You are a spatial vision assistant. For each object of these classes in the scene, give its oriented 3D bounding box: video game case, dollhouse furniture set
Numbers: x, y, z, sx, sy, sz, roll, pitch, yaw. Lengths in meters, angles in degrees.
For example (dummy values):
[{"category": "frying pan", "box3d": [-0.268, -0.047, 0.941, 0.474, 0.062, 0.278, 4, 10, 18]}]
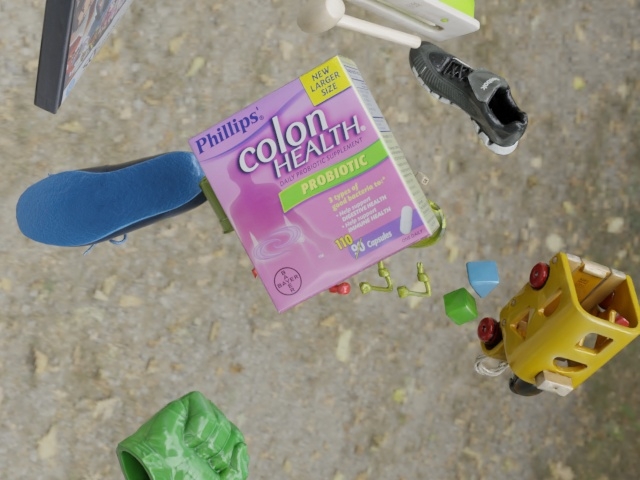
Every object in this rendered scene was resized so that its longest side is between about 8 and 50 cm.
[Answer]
[{"category": "video game case", "box3d": [-0.275, -0.327, 1.271, 0.035, 0.275, 0.248, 26, 53, -4]}, {"category": "dollhouse furniture set", "box3d": [0.126, -0.111, 1.905, 0.114, 0.081, 0.091, 21, 103, -47]}]

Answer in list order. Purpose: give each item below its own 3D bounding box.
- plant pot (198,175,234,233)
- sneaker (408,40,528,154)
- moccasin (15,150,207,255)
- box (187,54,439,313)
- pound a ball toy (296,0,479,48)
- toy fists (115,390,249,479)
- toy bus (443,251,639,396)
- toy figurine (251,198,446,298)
[{"category": "plant pot", "box3d": [-0.129, -0.065, 1.442, 0.083, 0.083, 0.079, -47, 108, -32]}, {"category": "sneaker", "box3d": [0.242, -0.241, 1.610, 0.234, 0.106, 0.078, 45, 68, 0]}, {"category": "moccasin", "box3d": [-0.302, -0.053, 1.575, 0.117, 0.342, 0.137, -1, 85, -70]}, {"category": "box", "box3d": [-0.004, -0.070, 1.263, 0.243, 0.213, 0.117, 63, 13, 0]}, {"category": "pound a ball toy", "box3d": [0.084, -0.355, 1.459, 0.319, 0.136, 0.208, 11, 80, -42]}, {"category": "toy fists", "box3d": [-0.135, 0.317, 1.247, 0.142, 0.096, 0.279, -34, 114, -37]}, {"category": "toy bus", "box3d": [0.239, 0.108, 1.061, 0.202, 0.191, 0.104, 62, 20, -44]}, {"category": "toy figurine", "box3d": [0.000, 0.000, 1.667, 0.217, 0.362, 0.191, -5, 103, -68]}]
